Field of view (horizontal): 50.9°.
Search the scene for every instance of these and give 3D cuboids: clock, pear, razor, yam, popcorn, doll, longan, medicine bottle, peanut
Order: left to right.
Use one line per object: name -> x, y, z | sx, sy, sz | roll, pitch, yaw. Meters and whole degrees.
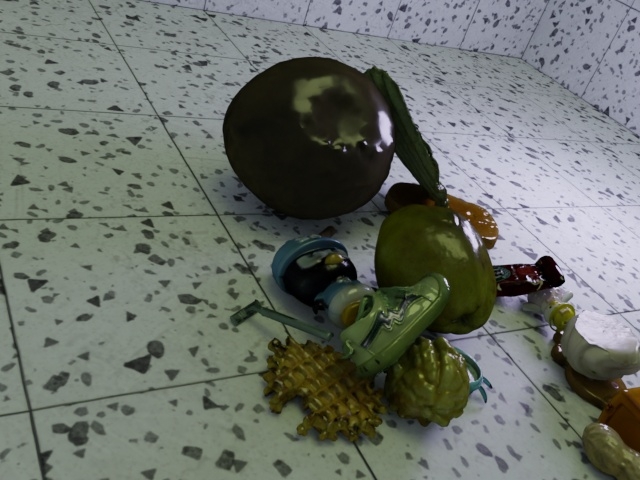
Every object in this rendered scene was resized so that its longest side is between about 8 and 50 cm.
razor -> -0.069, 0.156, 1.305 | 0.211, 0.036, 0.084 | 10, 25, 31
longan -> -0.010, -0.250, 1.675 | 0.404, 0.404, 0.435 | 37, 31, 25
yam -> 0.000, 0.000, 1.650 | 0.032, 0.032, 0.145 | 28, 31, 11
doll -> 0.008, 0.075, 1.415 | 0.177, 0.141, 0.314 | -11, 31, -31
popcorn -> 0.193, 0.261, 1.256 | 0.142, 0.174, 0.173 | 0, 37, -39
pear -> 0.256, 0.062, 1.505 | 0.268, 0.269, 0.321 | -1, 49, -31
clock -> 0.287, 0.275, 1.382 | 0.147, 0.045, 0.108 | 28, 33, 10
doll -> 0.569, 0.159, 1.665 | 0.129, 0.081, 0.207 | -16, 25, 3
peanut -> 0.578, 0.430, 1.285 | 0.082, 0.082, 0.187 | -13, 46, -42
medicine bottle -> 0.710, 0.383, 1.393 | 0.222, 0.112, 0.149 | 1, 37, -29

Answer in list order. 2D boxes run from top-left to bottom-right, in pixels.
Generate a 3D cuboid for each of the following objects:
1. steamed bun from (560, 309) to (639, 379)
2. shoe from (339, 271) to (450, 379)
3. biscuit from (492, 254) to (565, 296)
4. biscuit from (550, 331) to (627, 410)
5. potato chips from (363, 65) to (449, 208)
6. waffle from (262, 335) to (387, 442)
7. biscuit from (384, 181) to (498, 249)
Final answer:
steamed bun -> 0.619, 0.241, 1.500 | 0.182, 0.106, 0.183 | 12, 30, -7
shoe -> 0.142, 0.140, 1.239 | 0.128, 0.140, 0.262 | 50, 61, -12
biscuit -> 0.484, 0.091, 1.704 | 0.235, 0.063, 0.151 | -5, 22, 10
biscuit -> 0.626, 0.295, 1.553 | 0.184, 0.035, 0.249 | 18, 32, -4
potato chips -> 0.236, -0.275, 1.829 | 0.429, 0.070, 0.358 | 59, 2, -5
waffle -> 0.008, 0.269, 1.233 | 0.231, 0.051, 0.229 | 11, 30, -16
biscuit -> 0.343, -0.054, 1.898 | 0.343, 0.057, 0.287 | 17, 32, -7
